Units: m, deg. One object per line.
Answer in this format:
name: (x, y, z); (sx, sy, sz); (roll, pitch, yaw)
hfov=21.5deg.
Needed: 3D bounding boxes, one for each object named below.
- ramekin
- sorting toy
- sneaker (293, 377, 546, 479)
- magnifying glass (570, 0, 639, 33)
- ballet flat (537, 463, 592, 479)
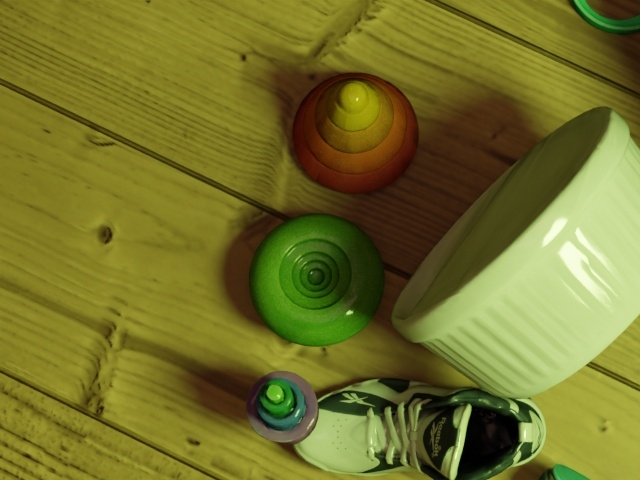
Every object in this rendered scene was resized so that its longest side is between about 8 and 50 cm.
ramekin: (0.198, 0.020, 1.474); (0.127, 0.273, 0.273); (44, 89, -7)
sorting toy: (0.000, 0.000, 1.524); (0.127, 0.126, 0.365); (13, 77, 6)
sneaker: (0.087, 0.173, 1.516); (0.235, 0.153, 0.094); (5, 85, 4)
magnifying glass: (0.230, -0.281, 1.605); (0.231, 0.026, 0.092); (35, 89, 6)
ballet flat: (0.284, 0.275, 1.544); (0.203, 0.074, 0.074); (26, 88, 0)
